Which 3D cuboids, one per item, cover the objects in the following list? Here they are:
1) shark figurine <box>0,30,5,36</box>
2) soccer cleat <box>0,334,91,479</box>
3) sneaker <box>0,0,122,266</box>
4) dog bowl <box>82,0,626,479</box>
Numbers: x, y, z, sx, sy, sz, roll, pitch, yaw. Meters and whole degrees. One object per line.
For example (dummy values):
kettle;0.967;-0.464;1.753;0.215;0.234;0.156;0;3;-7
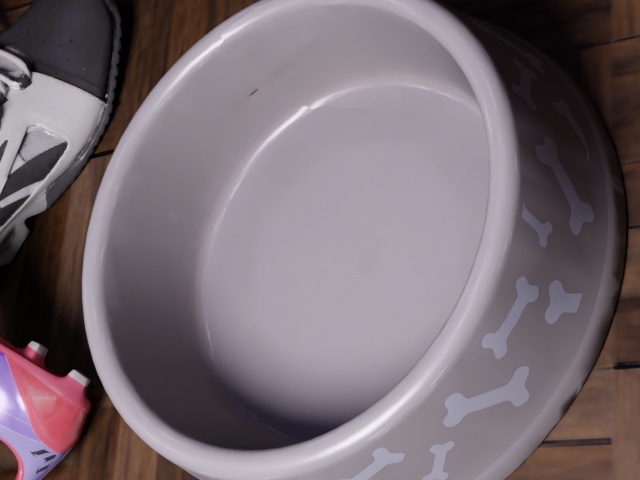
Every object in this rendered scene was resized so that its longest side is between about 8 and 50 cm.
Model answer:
shark figurine;-0.305;-0.282;1.111;0.166;0.116;0.278;-3;69;36
soccer cleat;-0.274;0.075;0.893;0.248;0.083;0.095;33;78;-1
sneaker;-0.273;-0.072;0.983;0.122;0.146;0.330;27;87;41
dog bowl;0.000;0.000;0.783;0.349;0.102;0.348;-14;63;31
